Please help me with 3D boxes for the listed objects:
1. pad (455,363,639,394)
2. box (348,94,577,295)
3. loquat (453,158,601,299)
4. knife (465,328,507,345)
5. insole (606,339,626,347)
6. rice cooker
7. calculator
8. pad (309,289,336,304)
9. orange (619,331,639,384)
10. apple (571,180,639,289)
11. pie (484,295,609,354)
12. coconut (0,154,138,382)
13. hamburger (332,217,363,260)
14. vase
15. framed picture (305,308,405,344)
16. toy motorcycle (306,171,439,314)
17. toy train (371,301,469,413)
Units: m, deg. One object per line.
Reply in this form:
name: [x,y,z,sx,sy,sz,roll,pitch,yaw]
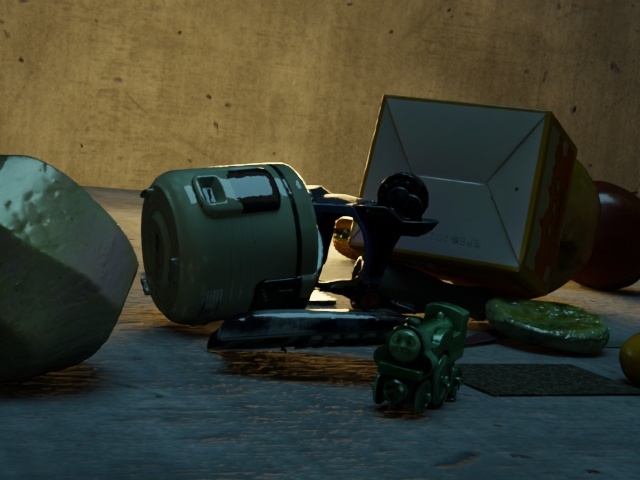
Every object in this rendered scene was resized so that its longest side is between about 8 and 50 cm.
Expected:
pad: [0.267,0.173,1.582,0.235,0.003,0.158,3,7,-27]
box: [0.232,-0.068,2.009,0.284,0.259,0.214,9,-12,24]
loquat: [0.335,-0.048,2.255,0.329,0.328,0.328,6,6,-1]
knife: [0.261,0.136,1.853,0.035,0.018,0.247,14,11,35]
insole: [0.460,0.157,1.921,0.153,0.002,0.053,4,6,-20]
rice cooker: [-0.114,0.002,1.712,0.244,0.226,0.226,-2,9,-26]
calculator: [0.003,0.111,1.510,0.268,0.040,0.177,3,-10,-11]
pad: [-0.134,0.072,2.066,0.269,0.012,0.270,4,6,-18]
orange: [0.426,0.152,1.627,0.083,0.070,0.083,9,10,-2]
apple: [0.574,-0.006,2.577,0.234,0.233,0.234,6,6,-1]
pie: [0.332,0.122,1.852,0.187,0.041,0.187,9,14,-2]
coconut: [-0.322,0.028,1.320,0.259,0.259,0.259,6,6,-1]
hamburger: [0.106,0.001,2.601,0.166,0.087,0.137,11,7,27]
vase: [0.158,0.082,1.976,0.214,0.086,0.086,10,5,-11]
framed picture: [0.042,0.120,1.775,0.250,0.016,0.184,2,7,-31]
toy motorcycle: [0.000,0.000,1.877,0.359,0.212,0.125,3,9,18]
toy train: [0.112,0.129,1.381,0.071,0.104,0.178,13,8,22]
